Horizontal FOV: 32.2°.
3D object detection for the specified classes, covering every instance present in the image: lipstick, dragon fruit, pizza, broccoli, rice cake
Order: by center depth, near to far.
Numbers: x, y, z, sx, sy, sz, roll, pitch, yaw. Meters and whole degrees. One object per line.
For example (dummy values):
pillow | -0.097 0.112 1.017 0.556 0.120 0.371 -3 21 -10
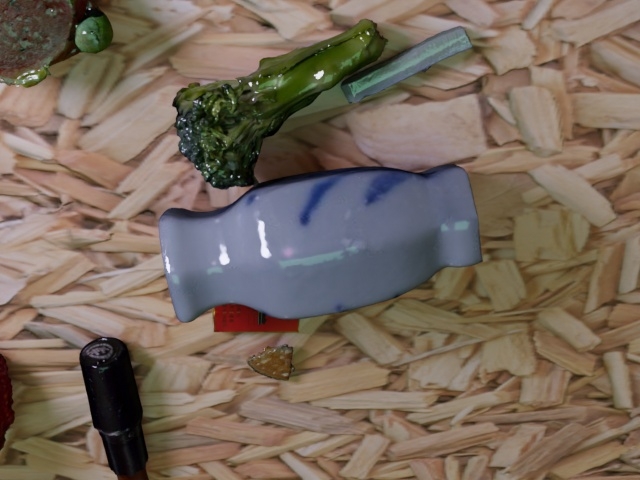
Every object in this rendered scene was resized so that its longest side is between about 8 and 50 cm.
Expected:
dragon fruit | -0.384 -0.310 1.313 0.295 0.130 0.268 28 116 -20
broccoli | -0.047 -0.187 1.430 0.304 0.165 0.145 -34 112 3
rice cake | 0.114 -0.229 1.464 0.180 0.030 0.042 -25 116 11
pizza | -0.066 0.182 1.712 0.083 0.025 0.078 32 119 -29
lipstick | -0.314 0.281 1.723 0.081 0.081 0.299 -5 125 -2

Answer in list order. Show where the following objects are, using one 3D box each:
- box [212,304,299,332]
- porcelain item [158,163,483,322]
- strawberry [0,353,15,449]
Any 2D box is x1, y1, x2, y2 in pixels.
box | -0.096 0.096 1.658 0.133 0.023 0.090 1 124 -5
porcelain item | 0.000 0.000 1.478 0.405 0.242 0.178 -9 97 -1
strawberry | -0.580 0.263 1.608 0.274 0.220 0.274 -3 119 -6
